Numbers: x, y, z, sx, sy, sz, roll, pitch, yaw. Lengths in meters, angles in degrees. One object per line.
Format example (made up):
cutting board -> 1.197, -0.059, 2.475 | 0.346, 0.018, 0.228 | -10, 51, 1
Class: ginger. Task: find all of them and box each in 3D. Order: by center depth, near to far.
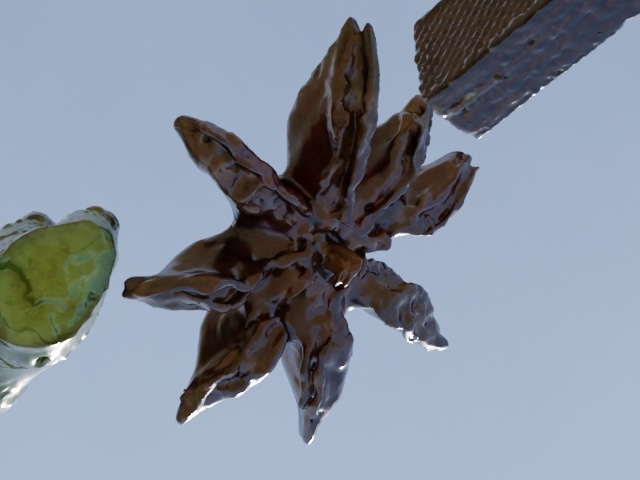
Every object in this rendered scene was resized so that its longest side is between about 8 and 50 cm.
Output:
ginger -> -0.212, 0.055, 1.126 | 0.290, 0.089, 0.137 | -38, -137, 46

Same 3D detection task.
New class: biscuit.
biscuit -> 0.229, -0.230, 1.397 | 0.388, 0.073, 0.107 | -39, -144, 32

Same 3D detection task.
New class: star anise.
star anise -> 0.001, -0.001, 1.117 | 0.088, 0.288, 0.288 | 27, -104, 45
